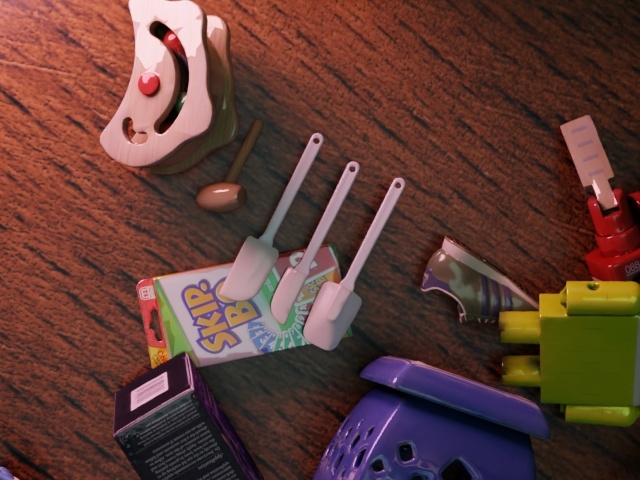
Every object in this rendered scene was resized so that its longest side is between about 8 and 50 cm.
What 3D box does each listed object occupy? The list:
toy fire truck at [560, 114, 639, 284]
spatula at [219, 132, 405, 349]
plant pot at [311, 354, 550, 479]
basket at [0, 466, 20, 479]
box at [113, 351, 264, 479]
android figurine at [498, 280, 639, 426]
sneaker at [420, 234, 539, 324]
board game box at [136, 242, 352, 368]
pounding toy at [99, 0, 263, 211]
[{"bbox_3d":[0.430,-0.054,1.368,0.217,0.158,0.246,-25,104,-6],"label":"toy fire truck"},{"bbox_3d":[0.000,0.000,1.334,0.168,0.019,0.242,27,84,0],"label":"spatula"},{"bbox_3d":[0.138,0.267,1.283,0.236,0.236,0.212,20,82,-7],"label":"plant pot"},{"bbox_3d":[-0.430,0.372,1.218,0.289,0.201,0.254,33,88,-17],"label":"basket"},{"bbox_3d":[-0.153,0.263,1.265,0.108,0.153,0.207,-30,105,-4],"label":"box"},{"bbox_3d":[0.364,0.143,1.325,0.273,0.056,0.248,2,131,13],"label":"android figurine"},{"bbox_3d":[0.216,0.078,1.375,0.192,0.064,0.086,34,99,-10],"label":"sneaker"},{"bbox_3d":[-0.098,0.087,1.345,0.260,0.039,0.124,-11,92,-5],"label":"board game box"},{"bbox_3d":[-0.172,-0.160,1.312,0.154,0.155,0.269,-9,82,21],"label":"pounding toy"}]
